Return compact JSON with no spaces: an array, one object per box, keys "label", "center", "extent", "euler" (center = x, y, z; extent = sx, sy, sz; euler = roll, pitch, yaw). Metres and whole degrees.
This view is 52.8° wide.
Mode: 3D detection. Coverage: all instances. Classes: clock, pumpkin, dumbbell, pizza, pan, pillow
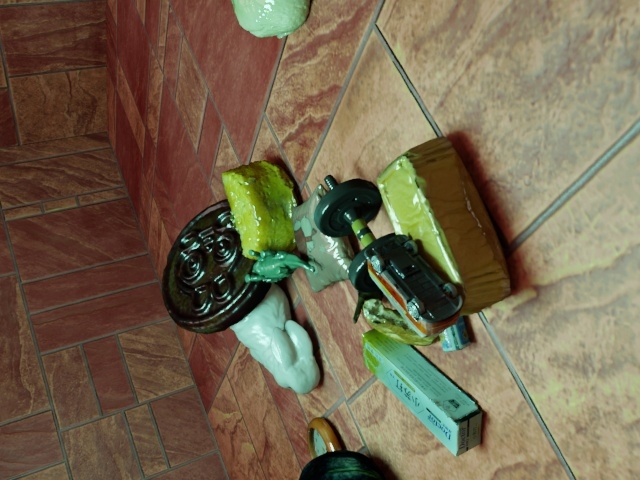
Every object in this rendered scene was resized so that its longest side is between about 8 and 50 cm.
[{"label":"clock","center":[0.020,0.595,1.802],"extent":[0.205,0.051,0.205],"euler":[43,140,51]},{"label":"pumpkin","center":[0.074,0.648,1.514],"extent":[0.315,0.238,0.316],"euler":[172,90,-87]},{"label":"dumbbell","center":[0.085,-0.010,1.232],"extent":[0.326,0.143,0.143],"euler":[59,150,32]},{"label":"pizza","center":[0.159,0.153,1.208],"extent":[0.161,0.182,0.063],"euler":[8,71,45]},{"label":"pan","center":[0.099,0.113,1.300],"extent":[0.128,0.048,0.202],"euler":[69,-164,-45]},{"label":"pillow","center":[0.000,0.000,1.482],"extent":[0.236,0.084,0.224],"euler":[-32,75,65]}]

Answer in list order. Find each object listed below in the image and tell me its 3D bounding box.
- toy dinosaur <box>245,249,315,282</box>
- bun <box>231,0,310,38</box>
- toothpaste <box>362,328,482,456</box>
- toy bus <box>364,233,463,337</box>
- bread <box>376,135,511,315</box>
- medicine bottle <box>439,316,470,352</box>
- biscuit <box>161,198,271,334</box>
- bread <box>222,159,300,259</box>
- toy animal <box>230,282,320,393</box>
[{"label":"toy dinosaur","center":[-0.109,0.057,1.541],"extent":[0.292,0.119,0.080],"euler":[158,111,-72]},{"label":"bun","center":[-0.126,-0.549,1.378],"extent":[0.244,0.153,0.244],"euler":[168,90,-69]},{"label":"toothpaste","center":[0.192,0.282,1.263],"extent":[0.313,0.070,0.089],"euler":[39,141,51]},{"label":"toy bus","center":[0.140,0.073,0.979],"extent":[0.174,0.079,0.077],"euler":[52,156,37]},{"label":"bread","center":[0.193,-0.018,1.036],"extent":[0.152,0.119,0.288],"euler":[-41,68,59]},{"label":"medicine bottle","center":[0.215,0.098,1.133],"extent":[0.051,0.051,0.191],"euler":[-20,84,65]},{"label":"biscuit","center":[-0.293,0.062,1.816],"extent":[0.091,0.407,0.407],"euler":[39,-172,-47]},{"label":"bread","center":[-0.136,-0.084,1.639],"extent":[0.147,0.160,0.261],"euler":[-12,91,61]},{"label":"toy animal","center":[-0.125,0.260,1.798],"extent":[0.357,0.193,0.258],"euler":[44,133,28]}]
